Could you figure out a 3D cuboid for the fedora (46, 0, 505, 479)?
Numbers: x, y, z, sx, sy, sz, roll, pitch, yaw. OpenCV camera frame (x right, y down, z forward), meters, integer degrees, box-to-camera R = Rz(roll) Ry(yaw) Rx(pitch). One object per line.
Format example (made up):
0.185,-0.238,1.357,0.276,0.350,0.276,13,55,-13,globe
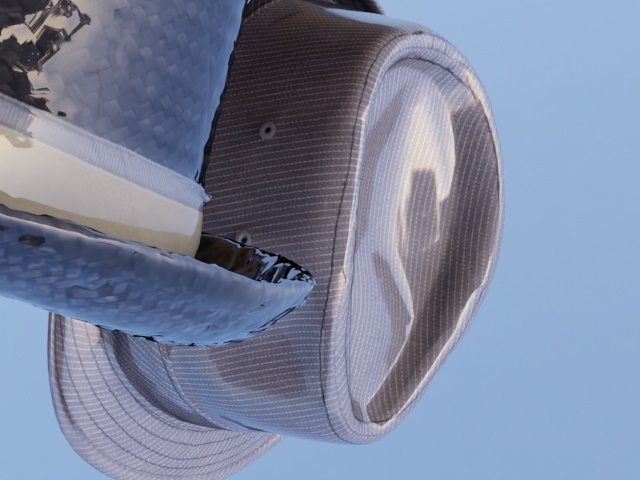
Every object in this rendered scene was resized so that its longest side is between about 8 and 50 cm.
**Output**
0.000,0.000,0.771,0.124,0.243,0.275,13,-98,38,fedora

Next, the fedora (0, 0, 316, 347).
-0.134,-0.100,0.415,0.334,0.334,0.152,24,-91,40,fedora
